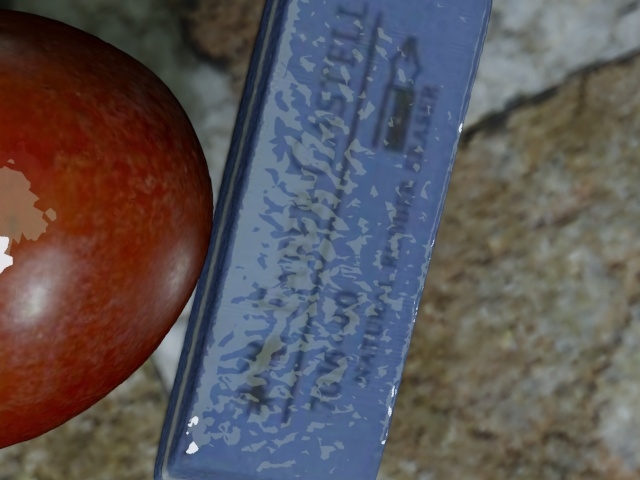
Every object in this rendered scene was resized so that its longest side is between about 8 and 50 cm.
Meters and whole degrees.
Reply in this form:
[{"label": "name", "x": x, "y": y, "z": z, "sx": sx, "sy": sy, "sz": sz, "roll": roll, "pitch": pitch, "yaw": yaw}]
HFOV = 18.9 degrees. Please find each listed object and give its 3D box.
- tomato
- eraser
[{"label": "tomato", "x": -0.116, "y": -0.010, "z": 0.658, "sx": 0.167, "sy": 0.167, "sz": 0.167, "roll": -2, "pitch": 96, "yaw": -14}, {"label": "eraser", "x": 0.000, "y": 0.000, "z": 0.742, "sx": 0.082, "sy": 0.036, "sz": 0.225, "roll": 13, "pitch": 92, "yaw": -17}]
